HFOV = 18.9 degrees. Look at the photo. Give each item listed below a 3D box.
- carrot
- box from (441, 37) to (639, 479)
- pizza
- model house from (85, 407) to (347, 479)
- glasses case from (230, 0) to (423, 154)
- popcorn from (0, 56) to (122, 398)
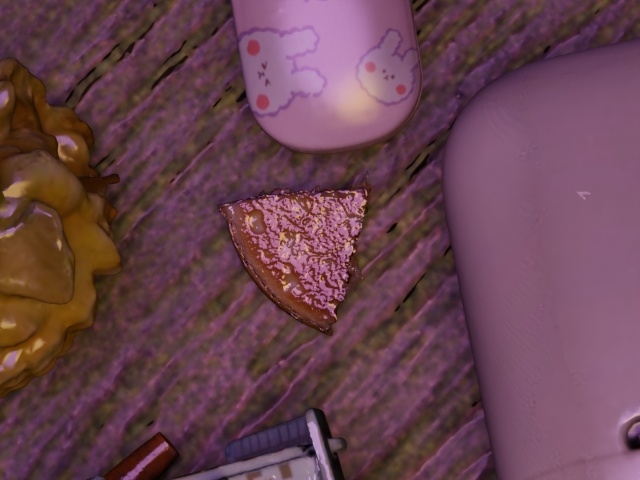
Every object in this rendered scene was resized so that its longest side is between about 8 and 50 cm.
[{"bbox_3d":[-0.129,0.162,1.222,0.032,0.032,0.093,44,88,8],"label":"carrot"},{"bbox_3d":[0.230,0.040,1.109,0.289,0.141,0.349,-12,69,4],"label":"box"},{"bbox_3d":[-0.008,0.013,1.225,0.100,0.029,0.099,-11,92,8],"label":"pizza"},{"bbox_3d":[-0.064,0.233,1.115,0.215,0.198,0.224,-14,82,-20],"label":"model house"},{"bbox_3d":[-0.007,-0.201,1.216,0.113,0.075,0.296,-10,85,3],"label":"glasses case"},{"bbox_3d":[-0.223,-0.011,1.177,0.189,0.169,0.218,-28,86,3],"label":"popcorn"}]
